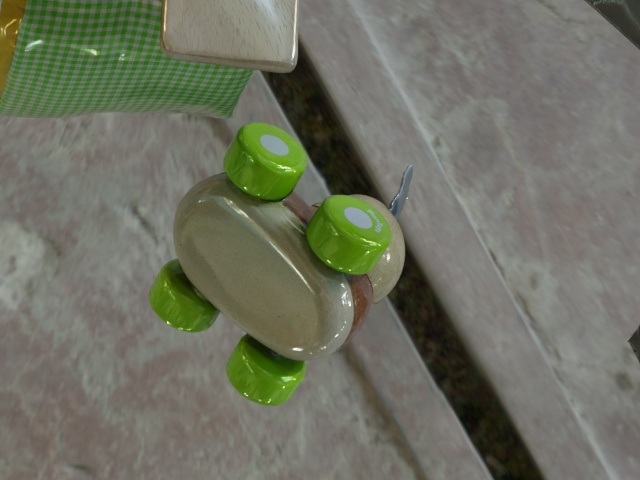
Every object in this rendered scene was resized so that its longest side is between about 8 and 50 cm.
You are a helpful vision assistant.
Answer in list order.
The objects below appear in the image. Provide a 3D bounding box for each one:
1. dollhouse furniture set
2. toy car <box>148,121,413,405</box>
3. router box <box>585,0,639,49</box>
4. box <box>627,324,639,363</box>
[{"bbox_3d":[-0.119,-0.086,0.761,0.198,0.301,0.151,6,70,-12],"label":"dollhouse furniture set"},{"bbox_3d":[0.000,0.000,0.994,0.149,0.188,0.155,42,123,15],"label":"toy car"},{"bbox_3d":[0.290,-0.024,0.624,0.081,0.243,0.309,-52,59,21],"label":"router box"},{"bbox_3d":[0.379,0.150,1.110,0.079,0.257,0.322,-18,64,-13],"label":"box"}]
